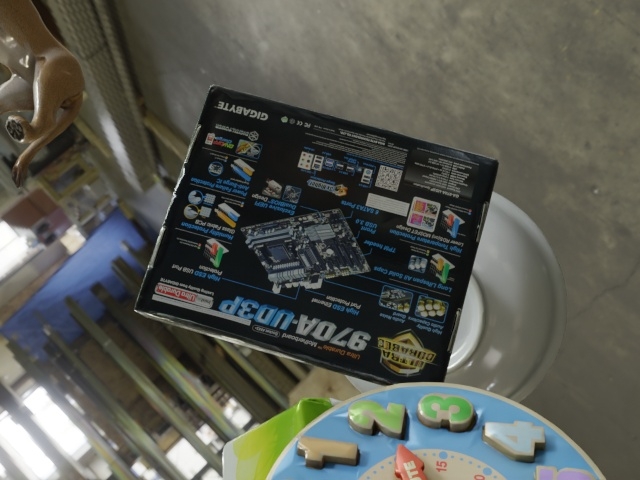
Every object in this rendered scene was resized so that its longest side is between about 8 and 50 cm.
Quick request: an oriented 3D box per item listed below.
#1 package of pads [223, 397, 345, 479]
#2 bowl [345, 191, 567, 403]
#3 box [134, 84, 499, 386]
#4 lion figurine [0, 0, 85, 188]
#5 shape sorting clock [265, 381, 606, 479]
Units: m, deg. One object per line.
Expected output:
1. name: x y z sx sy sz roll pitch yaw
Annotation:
1. package of pads: -0.022 0.336 0.830 0.101 0.296 0.229 9 153 -26
2. bowl: 0.120 0.074 0.878 0.298 0.298 0.134 42 -168 13
3. box: 0.000 0.000 0.564 0.220 0.175 0.051 15 168 4
4. lion figurine: -0.405 -0.280 1.020 0.142 0.240 0.392 -13 106 29
5. shape sorting clock: 0.063 0.160 0.424 0.206 0.206 0.040 33 148 37
